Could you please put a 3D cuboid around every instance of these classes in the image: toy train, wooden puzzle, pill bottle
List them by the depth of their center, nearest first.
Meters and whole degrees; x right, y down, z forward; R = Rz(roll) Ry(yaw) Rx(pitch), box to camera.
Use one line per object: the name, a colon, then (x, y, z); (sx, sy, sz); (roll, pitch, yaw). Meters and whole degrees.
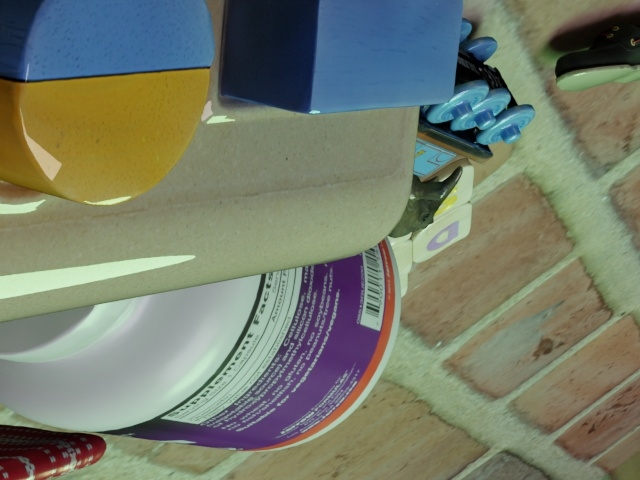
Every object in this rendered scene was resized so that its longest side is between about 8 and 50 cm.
wooden puzzle: (-0.037, -0.132, 0.680); (0.322, 0.080, 0.347); (-10, 114, -50)
pill bottle: (-0.086, 0.017, 1.011); (0.181, 0.181, 0.323); (-39, 159, 11)
toy train: (0.062, -0.087, 1.176); (0.105, 0.080, 0.184); (-32, 164, 17)

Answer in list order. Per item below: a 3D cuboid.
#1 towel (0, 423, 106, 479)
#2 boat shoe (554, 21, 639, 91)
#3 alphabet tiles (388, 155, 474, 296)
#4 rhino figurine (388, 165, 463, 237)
towel: (-0.272, 0.119, 0.940); (0.199, 0.031, 0.275); (1, -174, 40)
boat shoe: (0.211, -0.134, 1.355); (0.133, 0.042, 0.049); (-14, 176, -44)
alphabet tiles: (-0.004, 0.034, 1.418); (0.284, 0.021, 0.278); (-32, 160, -11)
rhino figurine: (0.000, 0.000, 1.258); (0.243, 0.073, 0.106); (-25, 145, -23)
